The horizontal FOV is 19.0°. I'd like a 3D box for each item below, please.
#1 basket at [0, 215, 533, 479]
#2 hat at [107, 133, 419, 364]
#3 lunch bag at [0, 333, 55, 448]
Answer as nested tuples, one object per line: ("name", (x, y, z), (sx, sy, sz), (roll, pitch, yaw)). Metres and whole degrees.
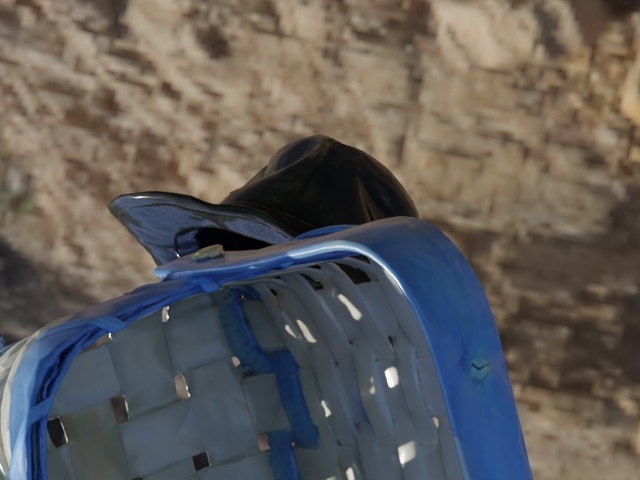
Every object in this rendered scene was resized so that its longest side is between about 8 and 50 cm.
("basket", (-0.003, 0.121, 0.685), (0.201, 0.255, 0.289), (-21, -172, -33))
("hat", (0.000, 0.000, 1.484), (0.331, 0.134, 0.331), (28, 166, 8))
("lunch bag", (-0.243, 0.127, 1.113), (0.096, 0.151, 0.129), (19, 143, 37))
